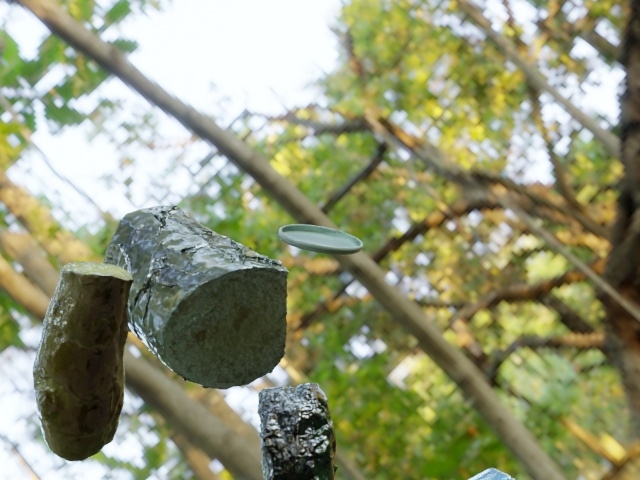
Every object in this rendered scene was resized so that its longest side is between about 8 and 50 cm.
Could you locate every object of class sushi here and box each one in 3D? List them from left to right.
[{"bbox_3d":[-0.037,0.340,2.560,0.127,0.225,0.124,-5,-37,1],"label":"sushi"}]

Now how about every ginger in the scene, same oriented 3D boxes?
[{"bbox_3d":[-0.288,0.147,1.880,0.116,0.109,0.263,5,-70,-16],"label":"ginger"}]

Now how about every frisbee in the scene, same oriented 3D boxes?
[{"bbox_3d":[0.000,0.000,1.992,0.110,0.110,0.014,-5,-70,-50],"label":"frisbee"}]

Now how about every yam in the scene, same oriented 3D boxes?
[{"bbox_3d":[-0.185,0.070,2.159,0.201,0.271,0.202,-10,-61,-22],"label":"yam"}]

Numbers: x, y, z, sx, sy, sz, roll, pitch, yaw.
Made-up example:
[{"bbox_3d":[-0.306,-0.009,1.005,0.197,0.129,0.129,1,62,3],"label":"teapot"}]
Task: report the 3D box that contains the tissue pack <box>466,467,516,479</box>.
[{"bbox_3d":[0.181,0.446,2.248,0.270,0.137,0.209,-31,5,-6],"label":"tissue pack"}]
